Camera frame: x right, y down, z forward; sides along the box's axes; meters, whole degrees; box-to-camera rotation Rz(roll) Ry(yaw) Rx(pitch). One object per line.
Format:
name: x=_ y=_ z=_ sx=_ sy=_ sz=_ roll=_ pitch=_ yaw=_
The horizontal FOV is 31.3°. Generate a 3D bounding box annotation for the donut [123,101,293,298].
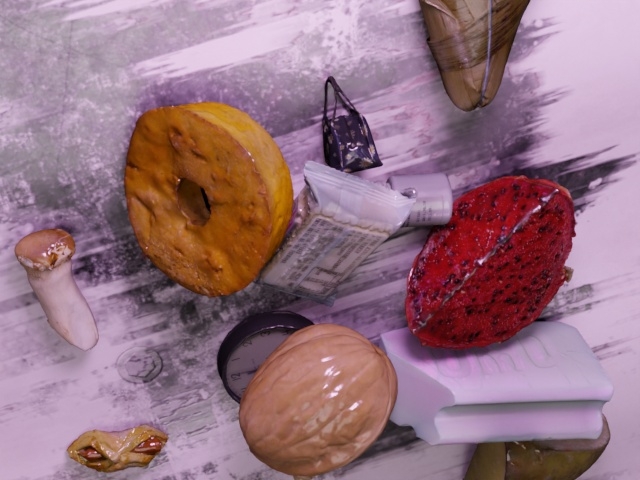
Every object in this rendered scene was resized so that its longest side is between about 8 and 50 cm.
donut: x=-0.152 y=-0.066 z=1.578 sx=0.277 sy=0.108 sz=0.278 roll=16 pitch=120 yaw=29

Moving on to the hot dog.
hot dog: x=-0.332 y=0.345 z=1.872 sx=0.169 sy=0.061 sz=0.078 roll=-9 pitch=121 yaw=-8

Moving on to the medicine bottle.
medicine bottle: x=0.128 y=-0.060 z=1.723 sx=0.130 sy=0.080 sz=0.080 roll=-4 pitch=121 yaw=-7

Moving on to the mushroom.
mushroom: x=-0.384 y=0.075 z=1.697 sx=0.084 sy=0.071 sz=0.209 roll=-36 pitch=132 yaw=-29

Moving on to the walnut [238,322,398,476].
walnut: x=-0.007 y=0.249 z=1.760 sx=0.261 sy=0.225 sz=0.225 roll=-35 pitch=122 yaw=7

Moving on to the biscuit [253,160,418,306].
biscuit: x=-0.005 y=-0.001 z=1.677 sx=0.186 sy=0.079 sz=0.309 roll=15 pitch=146 yaw=-18

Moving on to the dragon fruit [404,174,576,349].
dragon fruit: x=0.267 y=0.034 z=1.788 sx=0.317 sy=0.152 sz=0.205 roll=-45 pitch=132 yaw=8

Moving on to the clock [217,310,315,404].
clock: x=-0.075 y=0.200 z=1.856 sx=0.184 sy=0.040 sz=0.184 roll=-6 pitch=122 yaw=-10

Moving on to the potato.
potato: x=0.404 y=0.375 z=1.994 sx=0.255 sy=0.112 sz=0.269 roll=-12 pitch=146 yaw=-16

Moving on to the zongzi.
zongzi: x=0.262 y=-0.314 z=1.583 sx=0.242 sy=0.112 sz=0.221 roll=-21 pitch=121 yaw=-1

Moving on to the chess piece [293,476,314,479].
chess piece: x=-0.010 y=0.347 z=1.955 sx=0.060 sy=0.060 sz=0.172 roll=10 pitch=120 yaw=-19

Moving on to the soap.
soap: x=0.270 y=0.226 z=1.854 sx=0.347 sy=0.208 sz=0.115 roll=0 pitch=119 yaw=-12

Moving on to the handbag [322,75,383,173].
handbag: x=0.030 y=-0.167 z=1.632 sx=0.072 sy=0.115 sz=0.139 roll=-18 pitch=106 yaw=-2
